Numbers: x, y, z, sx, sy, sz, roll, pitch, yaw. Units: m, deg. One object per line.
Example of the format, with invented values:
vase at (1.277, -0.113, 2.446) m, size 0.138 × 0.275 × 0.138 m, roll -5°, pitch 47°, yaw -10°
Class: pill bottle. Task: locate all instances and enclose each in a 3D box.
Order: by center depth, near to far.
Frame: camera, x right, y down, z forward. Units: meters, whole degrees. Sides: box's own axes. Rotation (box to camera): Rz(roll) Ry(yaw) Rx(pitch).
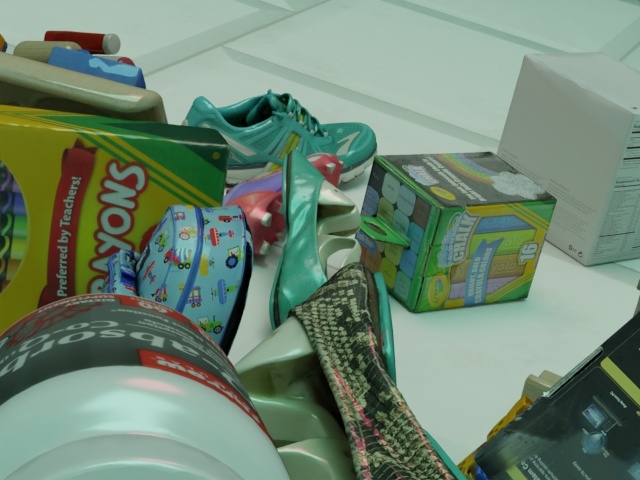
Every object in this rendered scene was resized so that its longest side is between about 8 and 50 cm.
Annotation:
pill bottle at (-0.124, 0.162, 0.850) m, size 0.210 × 0.210 × 0.363 m, roll 7°, pitch 7°, yaw -12°

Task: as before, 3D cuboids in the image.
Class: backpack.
backpack at (-0.123, 0.048, 1.193) m, size 0.117 × 0.173 × 0.158 m, roll 16°, pitch 21°, yaw -13°

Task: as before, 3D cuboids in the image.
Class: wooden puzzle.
wooden puzzle at (-0.297, -0.143, 1.477) m, size 0.322 × 0.080 × 0.348 m, roll 16°, pitch -14°, yaw 6°

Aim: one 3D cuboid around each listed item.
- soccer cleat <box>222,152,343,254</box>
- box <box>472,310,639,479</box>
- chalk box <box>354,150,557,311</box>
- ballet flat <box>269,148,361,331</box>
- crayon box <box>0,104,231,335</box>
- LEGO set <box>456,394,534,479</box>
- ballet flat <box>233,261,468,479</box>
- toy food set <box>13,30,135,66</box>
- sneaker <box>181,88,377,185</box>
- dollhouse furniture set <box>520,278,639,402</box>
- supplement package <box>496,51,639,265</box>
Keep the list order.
soccer cleat at (-0.052, -0.051, 1.612) m, size 0.095 × 0.083 × 0.248 m, roll 17°, pitch 27°, yaw 20°
box at (0.344, 0.191, 0.938) m, size 0.395 × 0.318 × 0.097 m, roll 48°, pitch -2°, yaw 34°
chalk box at (0.125, -0.010, 1.545) m, size 0.213 × 0.132 × 0.132 m, roll -5°, pitch 31°, yaw -32°
ballet flat at (0.000, 0.000, 1.453) m, size 0.087 × 0.083 × 0.247 m, roll -5°, pitch 46°, yaw 8°
crayon box at (-0.254, -0.013, 1.276) m, size 0.319 × 0.202 × 0.081 m, roll 5°, pitch 15°, yaw -14°
LEGO set at (0.157, 0.204, 1.175) m, size 0.087 × 0.093 × 0.227 m, roll 45°, pitch 20°, yaw -5°
ballet flat at (0.013, 0.164, 1.110) m, size 0.182 × 0.164 × 0.483 m, roll -7°, pitch 31°, yaw -9°
toy food set at (-0.276, -0.188, 1.680) m, size 0.105 × 0.111 × 0.232 m, roll 6°, pitch -5°, yaw 32°
sneaker at (-0.044, -0.128, 1.737) m, size 0.275 × 0.110 × 0.107 m, roll -3°, pitch 29°, yaw -32°
dollhouse furniture set at (0.330, 0.123, 1.165) m, size 0.356 × 0.303 × 0.174 m, roll 22°, pitch 34°, yaw 22°
supplement package at (0.342, -0.107, 1.766) m, size 0.149 × 0.203 × 0.194 m, roll -8°, pitch 32°, yaw -37°
